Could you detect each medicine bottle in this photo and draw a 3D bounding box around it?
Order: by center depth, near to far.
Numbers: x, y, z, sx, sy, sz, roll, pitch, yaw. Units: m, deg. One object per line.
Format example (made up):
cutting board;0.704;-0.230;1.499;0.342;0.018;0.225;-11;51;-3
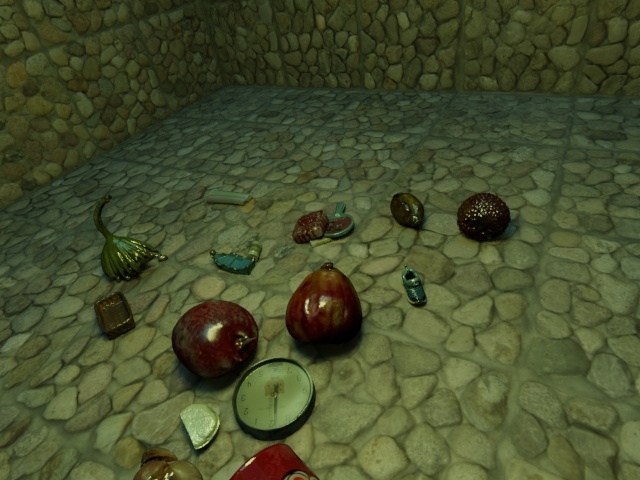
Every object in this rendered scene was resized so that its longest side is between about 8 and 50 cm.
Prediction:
medicine bottle;-0.260;0.043;1.603;0.047;0.047;0.083;-3;37;9

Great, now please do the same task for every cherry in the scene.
cherry;-0.314;0.282;1.188;0.301;0.202;0.230;0;38;36

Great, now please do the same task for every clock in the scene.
clock;-0.126;0.414;1.092;0.226;0.048;0.225;-7;36;5

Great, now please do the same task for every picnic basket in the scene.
picnic basket;-0.719;0.260;1.425;0.110;0.054;0.193;-29;42;-21

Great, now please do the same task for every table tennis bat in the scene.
table tennis bat;0.069;-0.086;1.686;0.153;0.040;0.244;-6;34;17

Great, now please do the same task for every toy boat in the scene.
toy boat;-0.338;0.075;1.554;0.186;0.077;0.075;9;43;24

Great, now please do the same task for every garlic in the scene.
garlic;-0.327;0.553;0.880;0.160;0.191;0.214;11;24;-12

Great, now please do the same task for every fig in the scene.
fig;0.016;0.201;1.208;0.224;0.223;0.263;6;37;21

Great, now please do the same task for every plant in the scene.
plant;-0.794;-0.013;1.591;0.251;0.333;0.180;-18;21;10

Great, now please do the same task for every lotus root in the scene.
lotus root;0.347;-0.120;1.618;0.120;0.120;0.209;-15;38;-6

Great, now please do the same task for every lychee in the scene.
lychee;0.590;-0.093;1.475;0.188;0.187;0.188;-7;38;5

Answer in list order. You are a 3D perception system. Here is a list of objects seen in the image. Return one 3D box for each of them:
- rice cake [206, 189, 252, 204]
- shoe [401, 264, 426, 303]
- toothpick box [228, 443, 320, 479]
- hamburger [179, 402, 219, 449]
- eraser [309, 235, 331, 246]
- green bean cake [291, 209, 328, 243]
rice cake;-0.444;-0.207;1.973;0.222;0.042;0.080;8;40;21
shoe;0.302;0.145;1.318;0.064;0.071;0.142;-11;42;0
toothpick box;-0.023;0.569;0.742;0.204;0.204;0.333;-34;43;-28
hamburger;-0.306;0.475;1.056;0.084;0.054;0.121;-24;42;-24
eraser;0.000;0.000;1.618;0.083;0.019;0.038;-17;36;-9
green bean cake;-0.043;-0.058;1.642;0.135;0.056;0.135;-16;34;26
